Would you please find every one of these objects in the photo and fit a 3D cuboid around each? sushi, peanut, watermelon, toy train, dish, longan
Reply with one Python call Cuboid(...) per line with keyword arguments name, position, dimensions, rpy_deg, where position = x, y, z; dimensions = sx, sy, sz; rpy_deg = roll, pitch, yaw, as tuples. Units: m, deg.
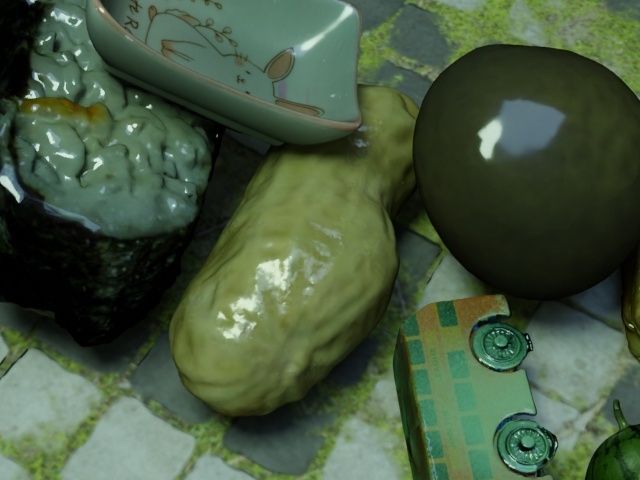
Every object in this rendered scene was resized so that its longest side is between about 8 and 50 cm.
Cuboid(name="sushi", position=(-0.181, -0.088, 0.836), dimensions=(0.211, 0.171, 0.350), rpy_deg=(18, 50, -23))
Cuboid(name="peanut", position=(0.000, 0.000, 0.814), dimensions=(0.148, 0.147, 0.318), rpy_deg=(23, 57, 12))
Cuboid(name="watermelon", position=(0.233, 0.173, 0.735), dimensions=(0.109, 0.109, 0.109), rpy_deg=(1, 57, -2))
Cuboid(name="toy train", position=(0.113, 0.131, 0.770), dimensions=(0.099, 0.072, 0.188), rpy_deg=(-4, 57, -6))
Cuboid(name="dish", position=(-0.075, -0.148, 0.781), dimensions=(0.212, 0.077, 0.151), rpy_deg=(22, 45, -22))
Cuboid(name="longan", position=(0.166, -0.054, 0.797), dimensions=(0.198, 0.212, 0.198), rpy_deg=(-13, 60, 23))

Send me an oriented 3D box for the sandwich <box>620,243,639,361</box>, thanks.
Cuboid(name="sandwich", position=(0.334, 0.007, 0.862), dimensions=(0.186, 0.065, 0.214), rpy_deg=(5, 57, 1))
